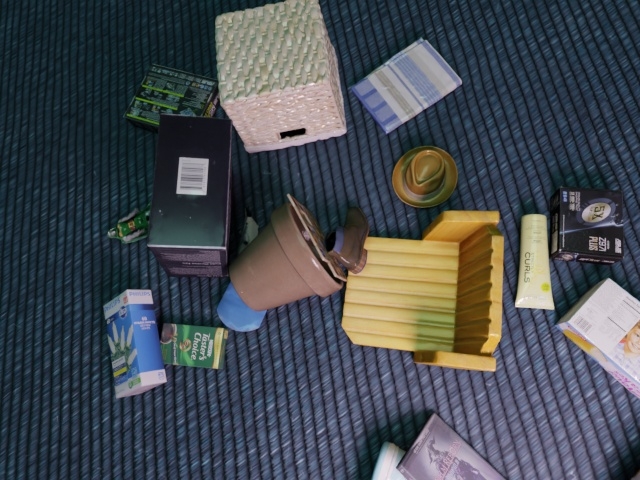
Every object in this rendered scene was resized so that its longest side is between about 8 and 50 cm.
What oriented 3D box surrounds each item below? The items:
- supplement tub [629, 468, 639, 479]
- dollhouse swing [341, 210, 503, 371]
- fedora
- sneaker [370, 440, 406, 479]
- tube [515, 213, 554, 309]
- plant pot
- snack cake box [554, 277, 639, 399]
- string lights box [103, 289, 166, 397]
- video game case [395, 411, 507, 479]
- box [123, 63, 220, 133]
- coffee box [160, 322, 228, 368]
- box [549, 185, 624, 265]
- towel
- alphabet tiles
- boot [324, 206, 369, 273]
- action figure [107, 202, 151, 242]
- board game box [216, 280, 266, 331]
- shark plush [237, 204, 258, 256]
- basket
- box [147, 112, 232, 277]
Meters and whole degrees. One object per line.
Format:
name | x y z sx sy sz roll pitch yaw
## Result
supplement tub | 0.765 0.519 0.860 0.316 0.228 0.228 -42 72 -4
dollhouse swing | 0.223 0.111 1.057 0.304 0.315 0.347 9 75 1
fedora | 0.293 -0.190 1.230 0.194 0.079 0.194 -3 74 9
sneaker | 0.194 0.642 0.973 0.208 0.127 0.319 14 77 14
tube | 0.550 0.054 1.127 0.070 0.062 0.240 -7 73 50
plant pot | -0.102 0.066 1.140 0.229 0.263 0.263 -32 71 10
snack cake box | 0.720 0.236 1.026 0.152 0.089 0.264 -43 72 -7
string lights box | -0.509 0.278 1.199 0.133 0.076 0.260 -30 68 30
video game case | 0.316 0.539 0.965 0.274 0.196 0.026 42 126 17
box | -0.480 -0.451 1.448 0.270 0.060 0.216 18 78 15
coffee box | -0.353 0.290 1.213 0.184 0.040 0.113 4 74 11
box | 0.675 -0.037 1.121 0.147 0.077 0.180 7 75 11
towel | 0.261 -0.475 1.346 0.285 0.034 0.209 -34 73 0
alphabet tiles | 0.000 0.000 1.159 0.009 0.198 0.237 -32 71 9
boot | 0.068 -0.025 1.174 0.082 0.106 0.219 -34 40 35
action figure | -0.544 -0.055 1.342 0.232 0.063 0.137 -23 74 6
board game box | -0.205 0.173 1.227 0.133 0.033 0.169 18 67 12
shark plush | -0.222 -0.030 1.283 0.067 0.073 0.161 -21 73 35
basket | -0.113 -0.483 1.290 0.328 0.266 0.331 -9 70 7
box | -0.327 -0.098 1.164 0.178 0.312 0.343 2 72 -9
